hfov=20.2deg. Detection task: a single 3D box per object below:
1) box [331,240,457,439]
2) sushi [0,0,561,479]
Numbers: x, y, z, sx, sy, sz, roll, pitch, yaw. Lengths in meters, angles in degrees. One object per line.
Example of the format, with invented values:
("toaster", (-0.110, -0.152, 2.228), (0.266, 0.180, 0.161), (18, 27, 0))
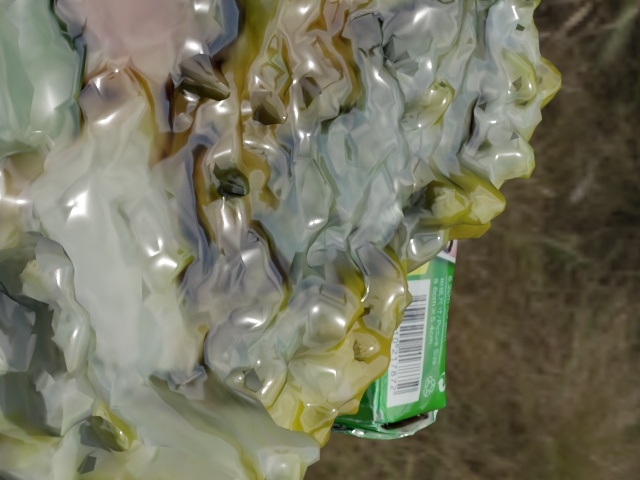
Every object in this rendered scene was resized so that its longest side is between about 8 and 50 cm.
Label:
("box", (0.000, 0.000, 1.216), (0.103, 0.180, 0.250), (-8, 103, -62))
("sushi", (-0.082, -0.079, 0.653), (0.396, 0.240, 0.351), (-46, 127, -45))
